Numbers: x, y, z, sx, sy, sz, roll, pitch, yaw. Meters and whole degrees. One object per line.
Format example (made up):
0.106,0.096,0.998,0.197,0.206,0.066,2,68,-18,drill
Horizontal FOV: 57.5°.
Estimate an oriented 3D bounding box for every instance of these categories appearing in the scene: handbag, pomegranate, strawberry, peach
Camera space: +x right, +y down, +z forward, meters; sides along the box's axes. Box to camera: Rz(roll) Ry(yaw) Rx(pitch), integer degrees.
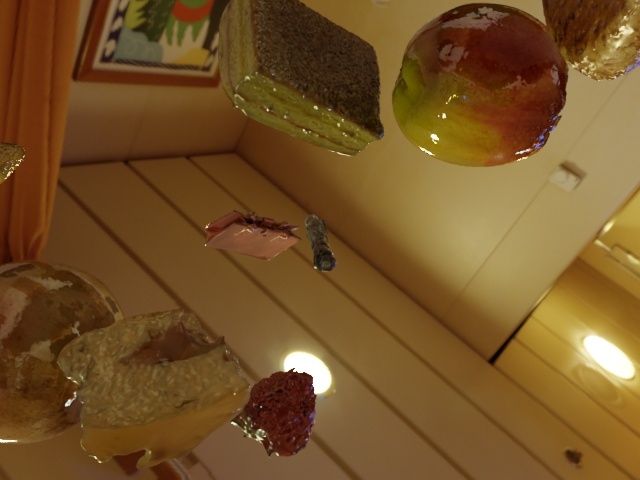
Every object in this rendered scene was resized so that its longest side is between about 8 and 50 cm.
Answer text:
-0.172,-0.013,1.477,0.213,0.157,0.059,14,-119,-42,handbag
-0.465,0.186,0.972,0.319,0.319,0.319,23,-151,-13,pomegranate
-0.088,0.384,1.326,0.184,0.187,0.201,37,-114,6,strawberry
0.212,-0.205,0.785,0.231,0.231,0.231,23,-151,-13,peach

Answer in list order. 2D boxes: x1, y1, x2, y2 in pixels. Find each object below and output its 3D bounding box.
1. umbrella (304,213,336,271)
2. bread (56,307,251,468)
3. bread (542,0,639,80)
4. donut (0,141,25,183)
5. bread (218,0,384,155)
0.000,0.000,1.151,0.046,0.050,0.188,54,-171,-27,umbrella
-0.238,0.227,0.857,0.224,0.211,0.183,-18,-122,-23,bread
0.219,-0.217,0.431,0.064,0.193,0.193,-3,-148,1,bread
-0.650,-0.156,1.058,0.181,0.146,0.078,37,-144,-42,donut
-0.026,-0.234,0.821,0.234,0.111,0.184,19,-126,-37,bread
